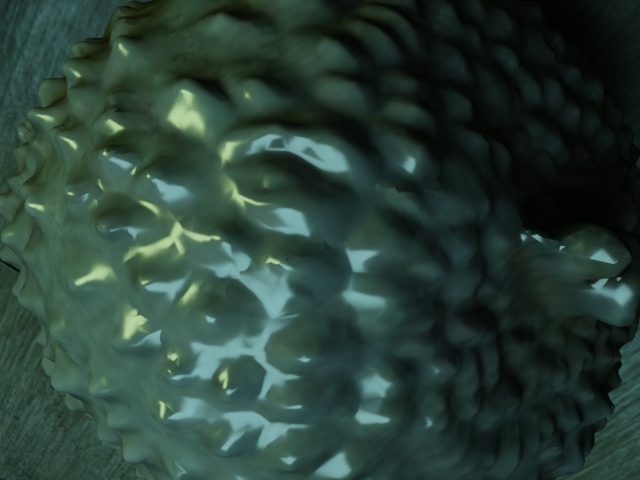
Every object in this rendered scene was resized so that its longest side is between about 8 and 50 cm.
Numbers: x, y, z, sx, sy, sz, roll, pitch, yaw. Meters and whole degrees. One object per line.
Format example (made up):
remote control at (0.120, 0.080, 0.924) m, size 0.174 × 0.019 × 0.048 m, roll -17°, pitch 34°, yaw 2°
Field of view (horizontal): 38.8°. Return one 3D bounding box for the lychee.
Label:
lychee at (0.000, 0.000, 0.562) m, size 0.432 × 0.380 × 0.380 m, roll 7°, pitch 136°, yaw 45°
